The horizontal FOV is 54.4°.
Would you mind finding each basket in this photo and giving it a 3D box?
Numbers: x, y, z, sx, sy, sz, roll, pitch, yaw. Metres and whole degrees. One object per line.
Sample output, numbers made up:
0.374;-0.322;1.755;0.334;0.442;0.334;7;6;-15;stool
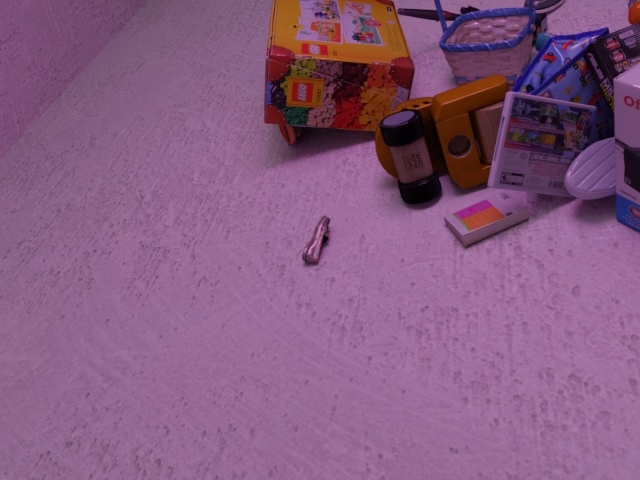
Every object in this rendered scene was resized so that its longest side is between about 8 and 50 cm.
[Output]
0.431;-0.563;1.635;0.255;0.289;0.201;11;54;32;basket

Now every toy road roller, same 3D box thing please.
0.286;-0.249;1.419;0.330;0.202;0.240;-17;28;10;toy road roller

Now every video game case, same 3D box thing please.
0.432;-0.184;1.216;0.201;0.183;0.023;5;13;-19;video game case

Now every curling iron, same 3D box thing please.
0.357;-0.671;1.852;0.274;0.035;0.068;-5;43;-15;curling iron

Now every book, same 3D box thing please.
0.340;-0.049;1.285;0.144;0.035;0.096;-23;35;-1;book

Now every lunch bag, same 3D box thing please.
0.498;-0.259;1.291;0.293;0.221;0.138;-46;31;-24;lunch bag

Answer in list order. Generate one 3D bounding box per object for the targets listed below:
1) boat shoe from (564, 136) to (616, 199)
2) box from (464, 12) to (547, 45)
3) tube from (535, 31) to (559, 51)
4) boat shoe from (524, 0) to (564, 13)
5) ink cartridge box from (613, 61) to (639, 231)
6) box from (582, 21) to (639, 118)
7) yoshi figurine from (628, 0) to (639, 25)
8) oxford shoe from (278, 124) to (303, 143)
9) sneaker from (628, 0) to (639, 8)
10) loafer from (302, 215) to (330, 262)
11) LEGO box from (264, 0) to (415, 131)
0.606;-0.158;1.233;0.302;0.094;0.109;-30;65;-12;boat shoe
0.526;-0.601;1.828;0.220;0.051;0.175;14;50;38;box
0.674;-0.509;1.653;0.080;0.052;0.207;-43;47;-17;tube
0.723;-0.810;1.938;0.116;0.099;0.319;21;55;41;boat shoe
0.613;-0.132;1.020;0.129;0.307;0.223;-31;38;-10;ink cartridge box
0.673;-0.322;1.179;0.270;0.060;0.216;-21;79;0;box
0.732;-0.402;1.371;0.203;0.203;0.362;-42;22;30;yoshi figurine
-0.071;-0.405;1.839;0.133;0.130;0.363;-13;39;2;oxford shoe
0.927;-0.710;1.733;0.215;0.083;0.084;-42;43;-21;sneaker
0.000;0.000;1.393;0.039;0.045;0.125;17;57;18;loafer
0.038;-0.521;1.765;0.373;0.193;0.500;4;39;-4;LEGO box
